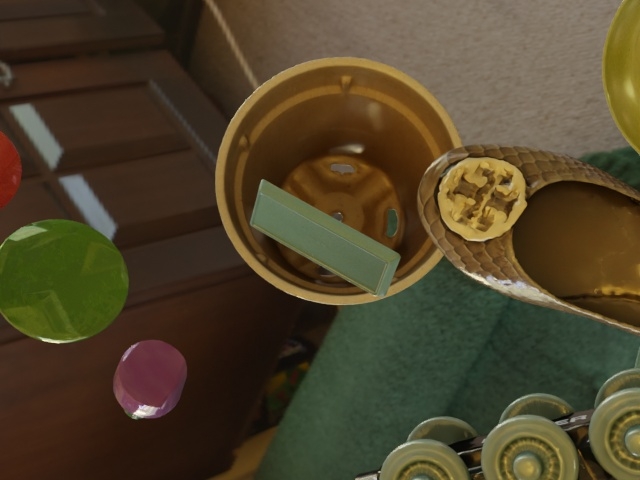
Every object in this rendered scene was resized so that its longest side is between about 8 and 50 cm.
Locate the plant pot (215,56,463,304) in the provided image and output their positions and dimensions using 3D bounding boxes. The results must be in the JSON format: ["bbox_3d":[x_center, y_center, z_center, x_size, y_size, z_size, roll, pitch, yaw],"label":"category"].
[{"bbox_3d":[0.027,-0.059,1.480,0.305,0.334,0.333,93,155,-81],"label":"plant pot"}]

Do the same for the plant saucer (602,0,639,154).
[{"bbox_3d":[0.390,-0.163,0.955,0.241,0.037,0.241,14,121,25],"label":"plant saucer"}]

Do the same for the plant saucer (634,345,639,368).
[{"bbox_3d":[0.448,0.138,1.103,0.317,0.044,0.317,-161,90,-78],"label":"plant saucer"}]

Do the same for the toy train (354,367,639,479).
[{"bbox_3d":[0.195,0.227,0.838,0.334,0.142,0.190,-17,86,16],"label":"toy train"}]

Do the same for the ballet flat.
[{"bbox_3d":[0.164,0.018,0.508,0.250,0.058,0.084,28,87,10],"label":"ballet flat"}]

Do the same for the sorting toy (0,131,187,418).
[{"bbox_3d":[-0.278,0.045,0.996,0.365,0.127,0.126,45,145,7],"label":"sorting toy"}]

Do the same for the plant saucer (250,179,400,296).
[{"bbox_3d":[0.000,0.000,1.192,0.192,0.018,0.067,29,129,14],"label":"plant saucer"}]
